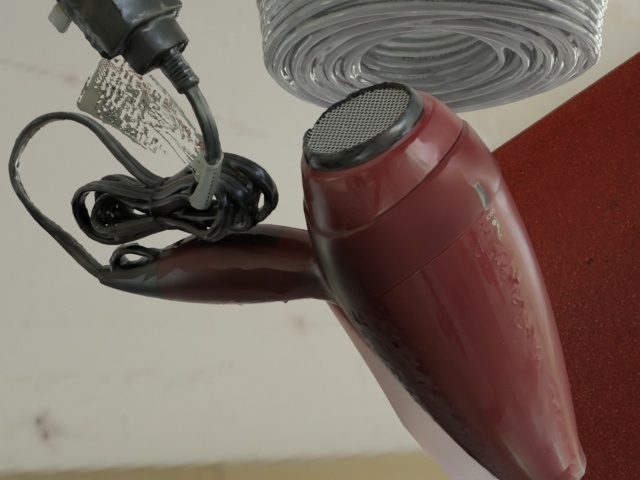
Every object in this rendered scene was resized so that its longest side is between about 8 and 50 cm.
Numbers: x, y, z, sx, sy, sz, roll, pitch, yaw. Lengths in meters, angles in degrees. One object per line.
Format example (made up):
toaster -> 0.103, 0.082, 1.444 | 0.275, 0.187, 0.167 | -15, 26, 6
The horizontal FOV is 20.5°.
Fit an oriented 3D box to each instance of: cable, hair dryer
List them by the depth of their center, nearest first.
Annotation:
hair dryer -> 0.000, 0.000, 0.747 | 0.080, 0.293, 0.223 | -46, -8, -26
cable -> 0.082, -0.161, 1.298 | 0.257, 0.089, 0.257 | -2, -16, 1

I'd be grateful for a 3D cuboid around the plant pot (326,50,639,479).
plant pot -> 0.195, 0.079, 0.989 | 0.267, 0.236, 0.267 | -35, -28, -2
